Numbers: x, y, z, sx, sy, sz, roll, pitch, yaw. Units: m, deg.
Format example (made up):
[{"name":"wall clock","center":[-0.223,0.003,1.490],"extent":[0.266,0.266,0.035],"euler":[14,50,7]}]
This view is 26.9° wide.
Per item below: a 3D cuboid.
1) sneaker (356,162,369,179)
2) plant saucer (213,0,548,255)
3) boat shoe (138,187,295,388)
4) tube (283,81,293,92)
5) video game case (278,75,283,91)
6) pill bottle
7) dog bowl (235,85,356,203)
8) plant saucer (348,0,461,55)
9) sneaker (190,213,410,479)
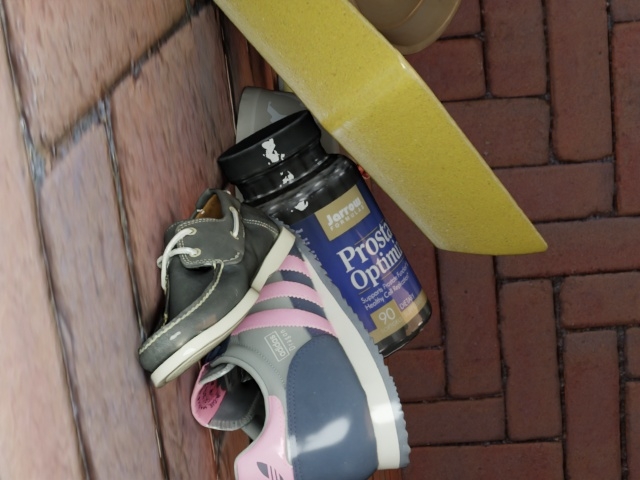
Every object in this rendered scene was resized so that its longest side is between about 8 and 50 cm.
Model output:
[{"name":"sneaker","center":[0.023,-0.162,1.932],"extent":[0.121,0.112,0.299],"euler":[39,39,-19]},{"name":"plant saucer","center":[0.027,-0.134,1.170],"extent":[0.332,0.081,0.333],"euler":[52,6,37]},{"name":"boat shoe","center":[-0.084,0.028,0.904],"extent":[0.079,0.084,0.233],"euler":[46,22,-8]},{"name":"tube","center":[-0.015,-0.083,1.666],"extent":[0.070,0.062,0.240],"euler":[133,-45,-73]},{"name":"video game case","center":[-0.004,-0.266,1.792],"extent":[0.193,0.023,0.212],"euler":[28,55,-57]},{"name":"pill bottle","center":[0.000,0.000,1.199],"extent":[0.219,0.123,0.123],"euler":[61,11,-12]},{"name":"dog bowl","center":[-0.012,0.005,1.424],"extent":[0.349,0.102,0.348],"euler":[-5,90,-84]},{"name":"plant saucer","center":[0.075,-0.317,1.276],"extent":[0.278,0.041,0.277],"euler":[-22,118,-52]},{"name":"sneaker","center":[-0.049,0.078,1.017],"extent":[0.319,0.131,0.112],"euler":[-130,-154,-58]}]
